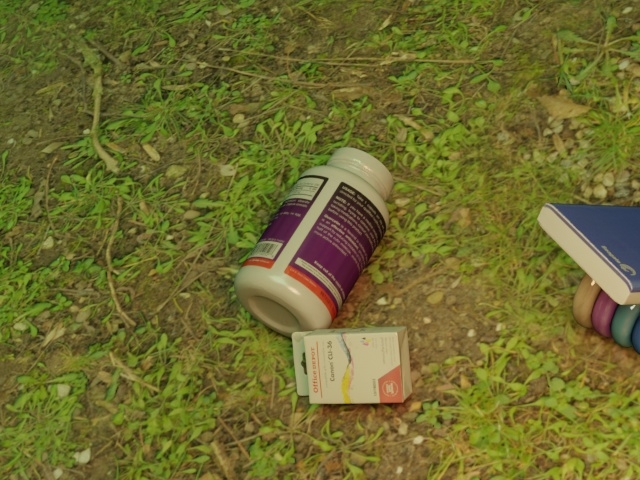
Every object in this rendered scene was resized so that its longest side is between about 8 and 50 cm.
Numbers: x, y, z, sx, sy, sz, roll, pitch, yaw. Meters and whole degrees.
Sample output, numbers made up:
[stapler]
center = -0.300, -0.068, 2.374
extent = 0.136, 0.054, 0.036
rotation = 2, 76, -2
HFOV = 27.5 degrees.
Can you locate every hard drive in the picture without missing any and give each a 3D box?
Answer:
[hard drive]
center = 0.510, 0.018, 1.998
extent = 0.318, 0.040, 0.210
rotation = 0, 36, -36

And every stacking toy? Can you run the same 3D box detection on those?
[stacking toy]
center = 0.548, 0.143, 1.968
extent = 0.330, 0.141, 0.141
rotation = 34, 70, 32

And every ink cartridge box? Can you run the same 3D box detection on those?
[ink cartridge box]
center = 0.041, 0.202, 2.112
extent = 0.198, 0.067, 0.115
rotation = -4, 95, 19

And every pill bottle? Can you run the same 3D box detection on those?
[pill bottle]
center = 0.000, 0.000, 2.251
extent = 0.181, 0.181, 0.323
rotation = 16, 60, 31
